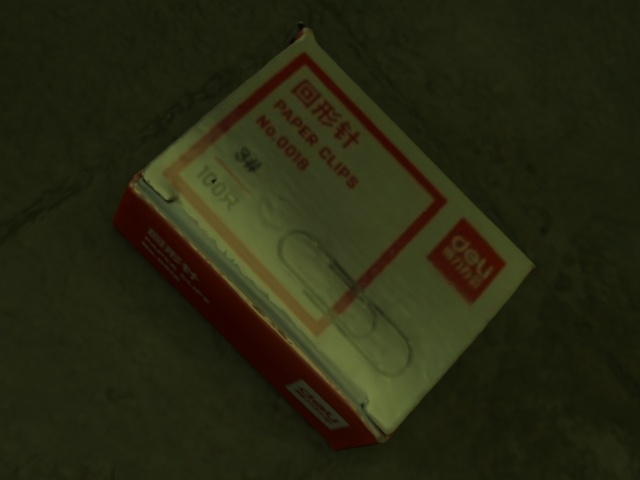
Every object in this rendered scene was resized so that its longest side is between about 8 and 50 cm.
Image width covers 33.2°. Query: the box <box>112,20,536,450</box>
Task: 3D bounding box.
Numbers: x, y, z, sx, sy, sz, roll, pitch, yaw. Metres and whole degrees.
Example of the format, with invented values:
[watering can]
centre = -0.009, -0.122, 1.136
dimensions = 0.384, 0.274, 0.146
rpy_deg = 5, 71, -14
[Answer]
[box]
centre = 0.000, 0.000, 0.558
dimensions = 0.182, 0.099, 0.133
rpy_deg = 47, 67, -1
